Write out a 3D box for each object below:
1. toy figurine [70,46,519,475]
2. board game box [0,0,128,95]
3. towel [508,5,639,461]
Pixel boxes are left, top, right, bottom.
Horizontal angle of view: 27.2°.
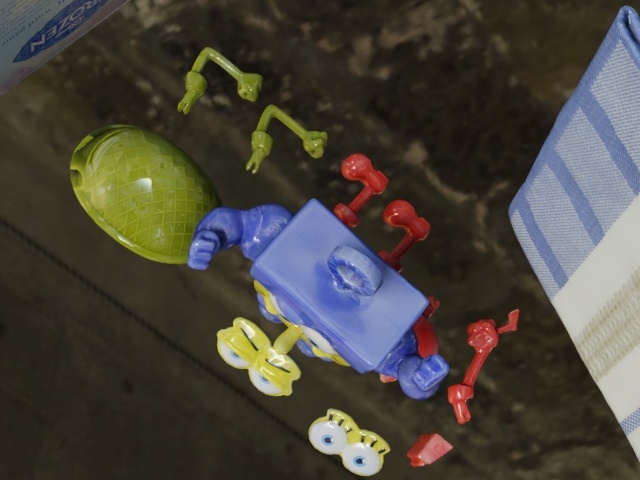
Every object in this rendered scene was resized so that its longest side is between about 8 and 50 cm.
[{"bbox_3d":[0.000,0.000,0.926,0.362,0.191,0.217,44,-13,-1],"label":"toy figurine"},{"bbox_3d":[-0.213,-0.120,0.613,0.319,0.318,0.066,-41,84,-20],"label":"board game box"},{"bbox_3d":[0.182,0.057,0.586,0.034,0.209,0.285,-21,69,-18],"label":"towel"}]
